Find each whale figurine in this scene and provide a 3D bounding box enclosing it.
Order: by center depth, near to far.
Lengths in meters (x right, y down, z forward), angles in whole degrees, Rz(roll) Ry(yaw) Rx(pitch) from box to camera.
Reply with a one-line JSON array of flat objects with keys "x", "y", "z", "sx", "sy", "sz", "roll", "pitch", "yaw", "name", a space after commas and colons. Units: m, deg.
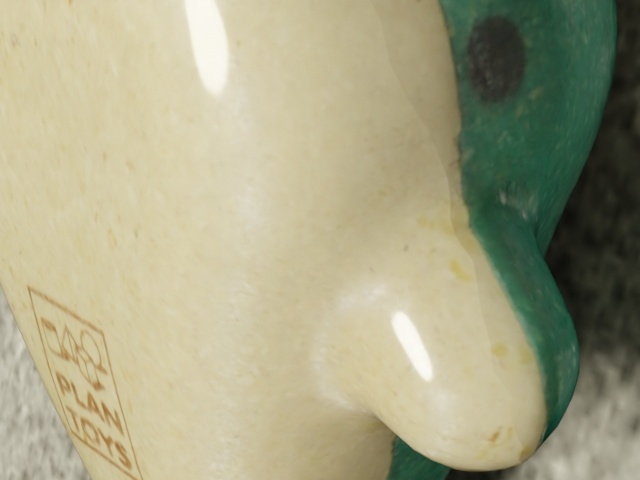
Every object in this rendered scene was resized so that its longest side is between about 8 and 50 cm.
[{"x": 0.000, "y": 0.000, "z": 0.437, "sx": 0.216, "sy": 0.141, "sz": 0.272, "roll": 21, "pitch": 126, "yaw": 52, "name": "whale figurine"}]
